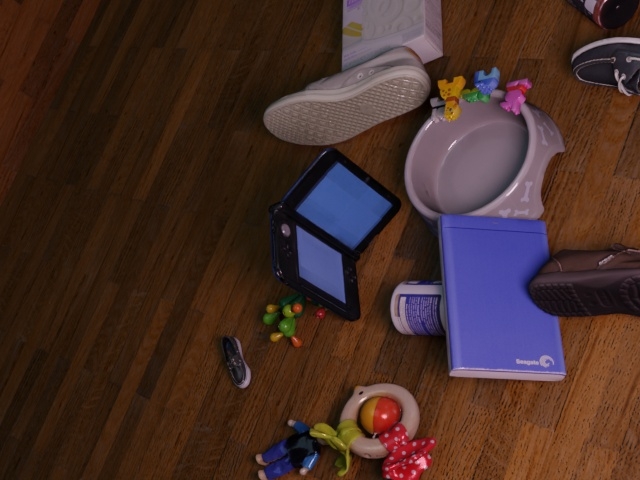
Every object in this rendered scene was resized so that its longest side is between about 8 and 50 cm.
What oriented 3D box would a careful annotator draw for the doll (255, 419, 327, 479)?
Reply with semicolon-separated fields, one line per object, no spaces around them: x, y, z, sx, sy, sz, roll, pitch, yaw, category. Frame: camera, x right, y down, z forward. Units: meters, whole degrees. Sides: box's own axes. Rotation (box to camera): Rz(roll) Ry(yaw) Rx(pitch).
-0.052;0.439;2.001;0.189;0.046;0.129;-30;51;25;doll

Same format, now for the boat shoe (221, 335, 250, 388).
-0.203;0.283;2.219;0.049;0.040;0.142;-38;47;18;boat shoe

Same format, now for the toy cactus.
-0.034;0.141;2.122;0.219;0.112;0.180;-32;22;50;toy cactus

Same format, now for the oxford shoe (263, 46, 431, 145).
0.064;-0.341;2.262;0.449;0.169;0.130;-16;47;31;oxford shoe

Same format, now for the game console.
0.045;-0.005;1.990;0.173;0.293;0.250;-25;53;29;game console

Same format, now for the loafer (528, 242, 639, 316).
0.544;0.053;1.646;0.366;0.134;0.130;1;48;34;loafer

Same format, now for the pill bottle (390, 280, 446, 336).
0.243;0.134;1.873;0.186;0.112;0.112;-2;66;40;pill bottle

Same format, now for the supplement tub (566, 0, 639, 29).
0.563;-0.525;1.970;0.106;0.106;0.198;-45;46;12;supplement tub

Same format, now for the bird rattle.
0.112;0.366;1.853;0.253;0.143;0.207;-7;46;35;bird rattle

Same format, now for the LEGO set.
0.301;-0.280;1.927;0.227;0.087;0.093;-7;62;39;LEGO set

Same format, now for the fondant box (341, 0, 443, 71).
0.173;-0.562;2.331;0.238;0.096;0.330;-18;55;33;fondant box

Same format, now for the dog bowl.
0.327;-0.159;1.973;0.348;0.102;0.349;-19;56;31;dog bowl

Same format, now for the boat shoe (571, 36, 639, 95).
0.616;-0.324;1.809;0.302;0.114;0.091;1;62;41;boat shoe

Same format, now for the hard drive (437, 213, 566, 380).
0.334;0.102;1.773;0.210;0.040;0.319;4;60;-7;hard drive
